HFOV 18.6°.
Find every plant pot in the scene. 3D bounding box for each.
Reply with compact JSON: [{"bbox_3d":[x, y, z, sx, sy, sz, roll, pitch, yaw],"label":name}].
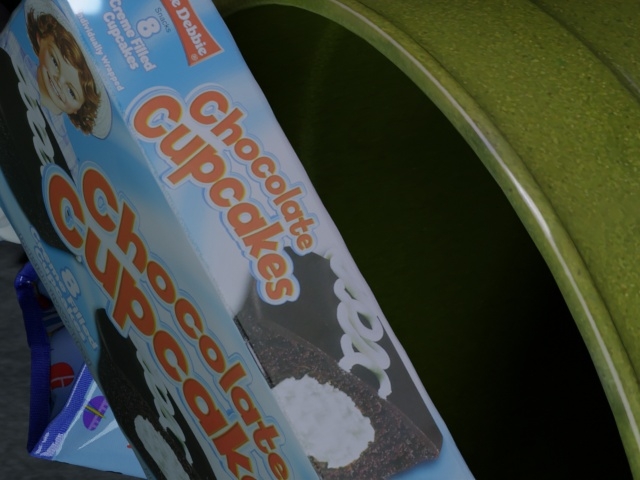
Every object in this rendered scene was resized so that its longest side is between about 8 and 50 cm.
[{"bbox_3d":[0.171,0.015,0.864,0.353,0.366,0.366,-21,153,-24],"label":"plant pot"}]

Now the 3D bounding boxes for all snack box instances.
[{"bbox_3d":[-0.034,0.051,0.784,0.060,0.322,0.187,-28,178,-25],"label":"snack box"}]

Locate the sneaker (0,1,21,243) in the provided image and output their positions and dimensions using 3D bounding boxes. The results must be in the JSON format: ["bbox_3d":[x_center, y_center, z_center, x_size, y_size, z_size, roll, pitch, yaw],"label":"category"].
[{"bbox_3d":[-0.139,-0.051,0.938,0.083,0.071,0.191,20,157,12],"label":"sneaker"}]

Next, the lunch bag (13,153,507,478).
[{"bbox_3d":[0.000,0.000,1.033,0.221,0.138,0.293,15,130,-28],"label":"lunch bag"}]
